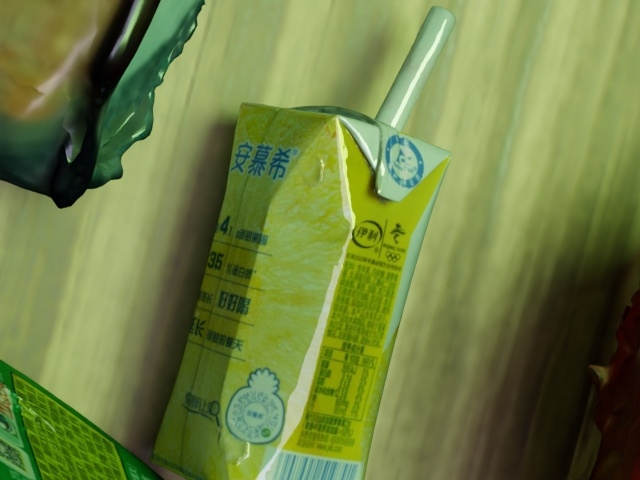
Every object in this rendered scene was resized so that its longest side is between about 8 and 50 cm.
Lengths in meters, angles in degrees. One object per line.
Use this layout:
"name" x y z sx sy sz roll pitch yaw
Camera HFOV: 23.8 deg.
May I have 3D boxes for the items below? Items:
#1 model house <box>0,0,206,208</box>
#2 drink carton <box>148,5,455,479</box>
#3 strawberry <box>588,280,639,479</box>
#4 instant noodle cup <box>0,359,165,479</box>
"model house" -0.141 -0.182 0.483 0.291 0.184 0.253 25 92 -5
"drink carton" 0.000 0.000 0.573 0.075 0.084 0.200 14 89 -35
"strawberry" 0.230 0.131 0.593 0.292 0.292 0.343 -7 123 -18
"instant noodle cup" -0.151 0.165 0.485 0.207 0.207 0.232 36 89 -18
